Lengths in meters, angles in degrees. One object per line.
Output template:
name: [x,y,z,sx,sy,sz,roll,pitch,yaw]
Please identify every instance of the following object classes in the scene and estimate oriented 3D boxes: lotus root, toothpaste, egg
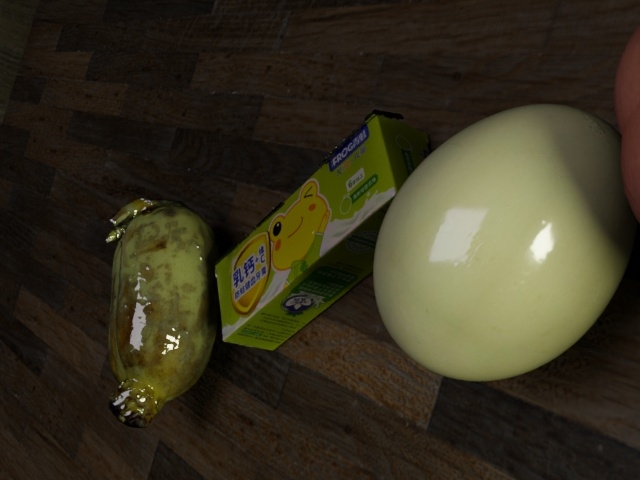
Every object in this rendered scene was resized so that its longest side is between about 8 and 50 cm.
lotus root: [-0.212,0.095,1.238,0.173,0.173,0.310,-23,58,48]
toothpaste: [0.000,0.000,1.048,0.327,0.077,0.110,-41,47,37]
egg: [0.146,0.001,0.749,0.242,0.186,0.186,-57,38,14]

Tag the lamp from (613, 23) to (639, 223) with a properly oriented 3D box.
lamp: [0.300,-0.095,0.529,0.305,0.239,0.306,-25,58,47]
